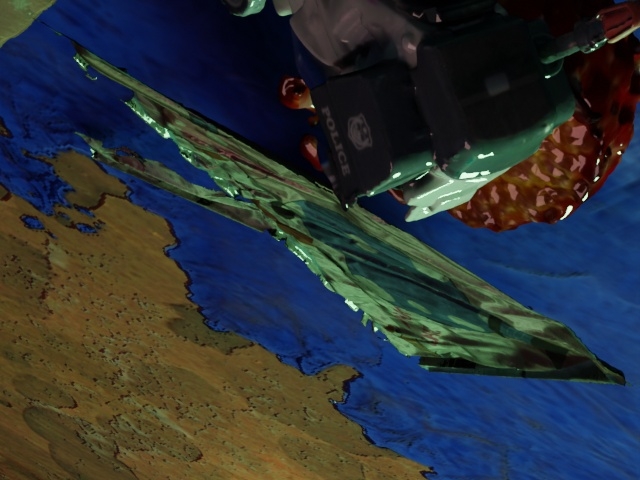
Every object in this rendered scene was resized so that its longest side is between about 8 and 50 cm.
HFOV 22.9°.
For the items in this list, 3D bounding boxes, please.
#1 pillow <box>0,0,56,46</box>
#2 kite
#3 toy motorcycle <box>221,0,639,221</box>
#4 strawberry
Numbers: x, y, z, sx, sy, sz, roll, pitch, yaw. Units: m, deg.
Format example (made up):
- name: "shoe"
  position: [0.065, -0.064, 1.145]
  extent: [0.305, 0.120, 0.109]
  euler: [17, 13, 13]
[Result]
- name: "pillow"
  position: [-0.231, -0.183, 0.729]
  extent: [0.248, 0.049, 0.135]
  euler: [41, 147, -19]
- name: "kite"
  position: [0.000, -0.001, 0.796]
  extent: [0.368, 0.014, 0.406]
  euler: [23, 167, 36]
- name: "toy motorcycle"
  position: [0.021, -0.118, 0.531]
  extent: [0.150, 0.102, 0.221]
  euler: [-14, 95, 59]
- name: "strawberry"
  position: [0.062, -0.070, 0.647]
  extent: [0.145, 0.086, 0.145]
  euler: [17, 150, 10]
